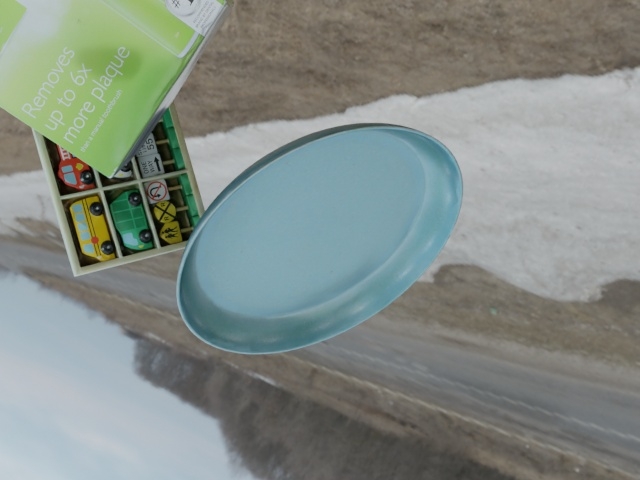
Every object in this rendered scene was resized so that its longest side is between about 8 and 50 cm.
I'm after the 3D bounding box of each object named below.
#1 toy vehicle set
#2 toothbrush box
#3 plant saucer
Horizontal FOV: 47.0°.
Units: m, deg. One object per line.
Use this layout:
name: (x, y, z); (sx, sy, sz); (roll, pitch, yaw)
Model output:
toy vehicle set: (-0.245, -0.106, 0.876); (0.035, 0.165, 0.267); (-17, 89, 67)
toothbrush box: (-0.257, -0.230, 0.707); (0.283, 0.206, 0.122); (35, -168, -11)
plant saucer: (0.000, 0.000, 0.758); (0.044, 0.317, 0.317); (59, -173, 36)
